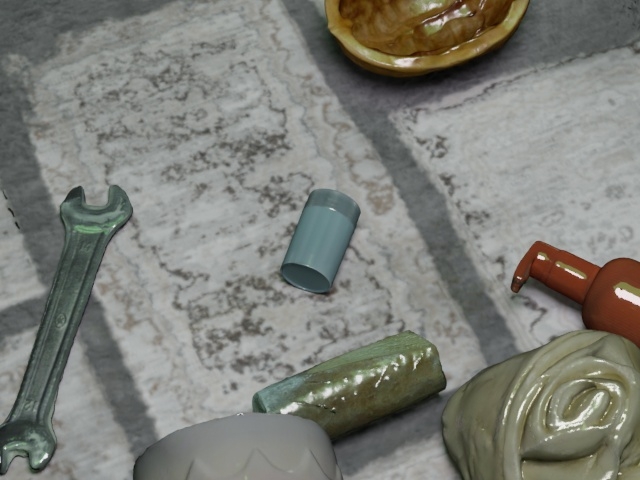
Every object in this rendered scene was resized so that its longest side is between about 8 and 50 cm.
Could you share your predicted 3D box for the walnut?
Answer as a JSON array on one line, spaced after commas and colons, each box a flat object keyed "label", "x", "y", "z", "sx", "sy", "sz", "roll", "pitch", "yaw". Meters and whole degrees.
[{"label": "walnut", "x": 0.101, "y": -0.227, "z": 1.626, "sx": 0.211, "sy": 0.087, "sz": 0.167, "roll": -22, "pitch": 69, "yaw": -11}]

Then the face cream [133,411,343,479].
[{"label": "face cream", "x": -0.054, "y": 0.256, "z": 1.292, "sx": 0.175, "sy": 0.175, "sz": 0.195, "roll": -8, "pitch": 60, "yaw": -5}]

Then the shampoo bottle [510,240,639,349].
[{"label": "shampoo bottle", "x": 0.290, "y": 0.068, "z": 1.458, "sx": 0.244, "sy": 0.085, "sz": 0.085, "roll": 26, "pitch": 63, "yaw": 14}]

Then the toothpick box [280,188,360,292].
[{"label": "toothpick box", "x": 0.000, "y": 0.000, "z": 1.513, "sx": 0.052, "sy": 0.052, "sz": 0.083, "roll": 17, "pitch": 62, "yaw": 9}]

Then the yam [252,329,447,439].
[{"label": "yam", "x": 0.023, "y": 0.132, "z": 1.427, "sx": 0.169, "sy": 0.068, "sz": 0.068, "roll": -24, "pitch": 62, "yaw": -13}]

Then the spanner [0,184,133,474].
[{"label": "spanner", "x": -0.233, "y": 0.074, "z": 1.490, "sx": 0.071, "sy": 0.017, "sz": 0.302, "roll": 9, "pitch": 59, "yaw": 5}]

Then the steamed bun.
[{"label": "steamed bun", "x": 0.225, "y": 0.164, "z": 1.365, "sx": 0.211, "sy": 0.144, "sz": 0.218, "roll": -18, "pitch": 62, "yaw": -11}]
